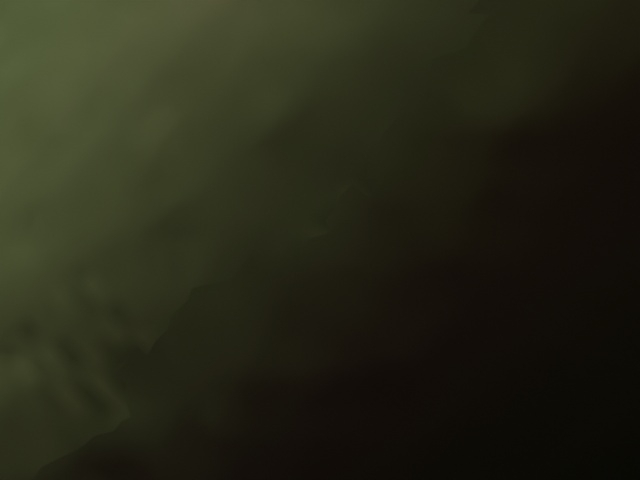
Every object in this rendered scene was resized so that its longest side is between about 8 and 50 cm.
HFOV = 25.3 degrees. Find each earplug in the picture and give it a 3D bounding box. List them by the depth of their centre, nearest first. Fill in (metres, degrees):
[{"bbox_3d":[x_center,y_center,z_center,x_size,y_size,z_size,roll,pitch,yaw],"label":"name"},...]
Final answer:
[{"bbox_3d":[0.000,0.000,0.498,0.394,0.312,0.313,-46,33,19],"label":"earplug"}]
